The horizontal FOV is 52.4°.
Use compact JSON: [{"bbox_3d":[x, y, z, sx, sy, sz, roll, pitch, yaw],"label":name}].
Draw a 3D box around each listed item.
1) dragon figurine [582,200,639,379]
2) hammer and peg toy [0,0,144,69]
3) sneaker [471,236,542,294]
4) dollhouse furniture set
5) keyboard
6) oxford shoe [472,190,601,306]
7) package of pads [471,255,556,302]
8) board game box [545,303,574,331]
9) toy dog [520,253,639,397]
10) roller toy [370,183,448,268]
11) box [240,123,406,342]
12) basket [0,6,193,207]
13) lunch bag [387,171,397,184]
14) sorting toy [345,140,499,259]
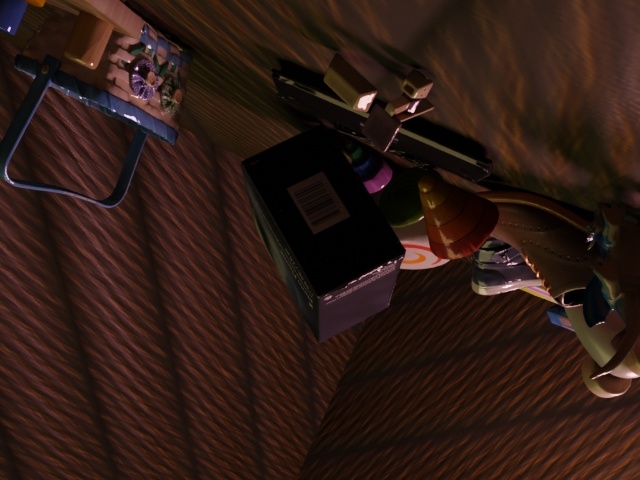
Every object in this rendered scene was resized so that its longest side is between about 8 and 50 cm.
[{"bbox_3d":[0.352,0.054,0.753,0.085,0.289,0.144,3,144,19],"label":"dragon figurine"},{"bbox_3d":[-0.371,-0.303,0.621,0.361,0.128,0.266,24,-178,10],"label":"hammer and peg toy"},{"bbox_3d":[0.399,0.008,1.260,0.226,0.164,0.086,-15,-149,-1],"label":"sneaker"},{"bbox_3d":[0.071,-0.173,0.687,0.081,0.091,0.114,-30,-111,-39],"label":"dollhouse furniture set"},{"bbox_3d":[0.085,-0.157,0.917,0.317,0.033,0.201,25,179,2],"label":"keyboard"},{"bbox_3d":[0.352,0.019,0.986,0.363,0.133,0.130,24,178,43],"label":"oxford shoe"},{"bbox_3d":[0.565,0.087,1.695,0.296,0.101,0.229,25,180,30],"label":"package of pads"},{"bbox_3d":[0.740,0.189,1.787,0.047,0.160,0.210,63,175,-6],"label":"board game box"},{"bbox_3d":[0.504,0.106,1.150,0.160,0.334,0.220,-24,-175,-26],"label":"toy dog"},{"bbox_3d":[0.187,-0.033,1.356,0.191,0.146,0.209,0,159,15],"label":"roller toy"},{"bbox_3d":[0.000,0.000,1.239,0.296,0.182,0.294,59,169,21],"label":"box"},{"bbox_3d":[-0.331,-0.198,0.964,0.201,0.289,0.254,29,-175,18],"label":"basket"},{"bbox_3d":[0.129,-0.130,1.402,0.071,0.053,0.083,21,169,38],"label":"lunch bag"},{"bbox_3d":[0.136,-0.098,1.082,0.126,0.127,0.365,44,178,-33],"label":"sorting toy"}]
